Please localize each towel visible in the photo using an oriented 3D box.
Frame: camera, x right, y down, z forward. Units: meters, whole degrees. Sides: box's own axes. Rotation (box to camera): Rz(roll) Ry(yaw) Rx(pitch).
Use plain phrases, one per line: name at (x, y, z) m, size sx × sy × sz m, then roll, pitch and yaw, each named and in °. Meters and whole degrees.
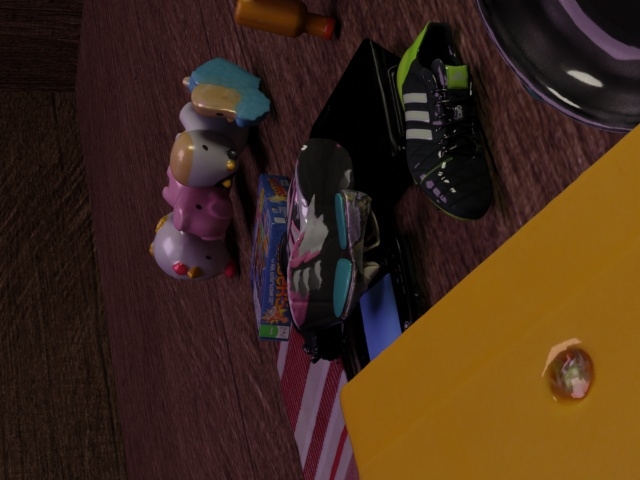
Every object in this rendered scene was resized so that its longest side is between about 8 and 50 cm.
towel at (0.011, 0.183, 1.215) m, size 0.329 × 0.037 × 0.237 m, roll -108°, pitch 22°, yaw -43°

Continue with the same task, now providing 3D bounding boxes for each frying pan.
frying pan at (0.190, -0.128, 0.523) m, size 0.326 × 0.053 × 0.197 m, roll 29°, pitch 130°, yaw 42°

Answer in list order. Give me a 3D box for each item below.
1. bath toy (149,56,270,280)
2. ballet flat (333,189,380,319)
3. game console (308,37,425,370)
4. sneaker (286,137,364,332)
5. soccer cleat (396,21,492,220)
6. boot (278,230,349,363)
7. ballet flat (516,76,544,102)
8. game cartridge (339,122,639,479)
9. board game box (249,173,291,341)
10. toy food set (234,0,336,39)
bath toy at (-0.151, -0.068, 1.541) m, size 0.129 × 0.151 × 0.348 m, roll 32°, pitch 134°, yaw 15°
ballet flat at (0.033, 0.013, 0.995) m, size 0.041 × 0.041 × 0.114 m, roll -155°, pitch 64°, yaw -69°
game console at (0.056, 0.013, 1.049) m, size 0.213 × 0.044 × 0.361 m, roll 125°, pitch 139°, yaw -61°
sneaker at (0.000, 0.000, 1.063) m, size 0.077 × 0.072 × 0.178 m, roll 135°, pitch 142°, yaw -71°
soccer cleat at (0.097, -0.096, 0.893) m, size 0.072 × 0.060 × 0.179 m, roll 113°, pitch 152°, yaw -49°
boot at (-0.006, 0.055, 1.110) m, size 0.099 × 0.045 × 0.121 m, roll -136°, pitch 39°, yaw -70°
ballet flat at (0.176, -0.188, 0.646) m, size 0.248 × 0.086 × 0.086 m, roll 110°, pitch 151°, yaw -45°
game cartridge at (0.140, 0.121, 0.452) m, size 0.285 × 0.052 × 0.324 m, roll -45°, pitch 43°, yaw 32°
board game box at (-0.054, 0.015, 1.315) m, size 0.201 × 0.035 × 0.136 m, roll -109°, pitch 25°, yaw -70°
toy food set at (-0.012, -0.332, 1.182) m, size 0.111 × 0.104 × 0.232 m, roll 120°, pitch 164°, yaw -80°
